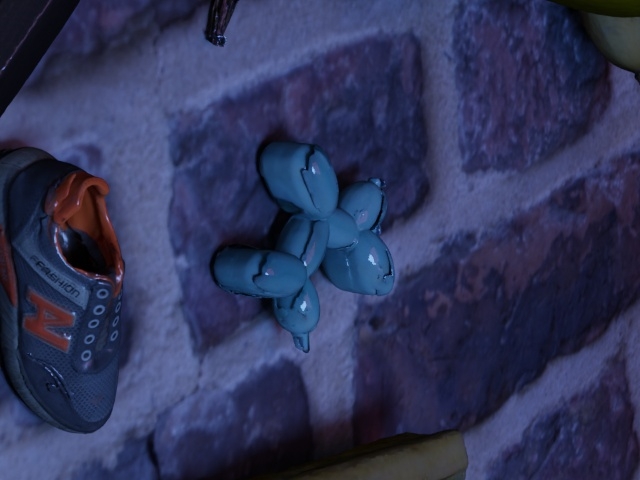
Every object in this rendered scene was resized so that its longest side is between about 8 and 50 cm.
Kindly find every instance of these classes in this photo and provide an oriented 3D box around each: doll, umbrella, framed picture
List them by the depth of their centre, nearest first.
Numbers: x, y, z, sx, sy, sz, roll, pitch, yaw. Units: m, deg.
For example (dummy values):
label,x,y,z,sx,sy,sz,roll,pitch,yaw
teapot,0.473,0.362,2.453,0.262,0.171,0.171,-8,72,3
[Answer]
label,x,y,z,sx,sy,sz,roll,pitch,yaw
framed picture,-0.166,-0.104,0.881,0.023,0.168,0.128,34,78,-8
umbrella,-0.063,-0.174,1.136,0.031,0.020,0.083,28,79,-52
doll,0.000,0.000,1.222,0.158,0.059,0.159,51,55,-43

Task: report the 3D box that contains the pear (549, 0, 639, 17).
label,x,y,z,sx,sy,sz,roll,pitch,yaw
pear,0.236,-0.350,1.231,0.418,0.362,0.362,-84,154,-44

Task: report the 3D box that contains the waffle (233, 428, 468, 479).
label,x,y,z,sx,sy,sz,roll,pitch,yaw
waffle,0.027,0.326,1.189,0.304,0.077,0.348,-10,81,-46

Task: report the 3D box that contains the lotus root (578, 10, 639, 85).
label,x,y,z,sx,sy,sz,roll,pitch,yaw
lotus root,0.288,-0.285,1.506,0.146,0.131,0.303,-61,147,-63

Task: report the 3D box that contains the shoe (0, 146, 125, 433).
label,x,y,z,sx,sy,sz,roll,pitch,yaw
shoe,-0.152,0.037,1.000,0.074,0.077,0.194,-36,124,-46
